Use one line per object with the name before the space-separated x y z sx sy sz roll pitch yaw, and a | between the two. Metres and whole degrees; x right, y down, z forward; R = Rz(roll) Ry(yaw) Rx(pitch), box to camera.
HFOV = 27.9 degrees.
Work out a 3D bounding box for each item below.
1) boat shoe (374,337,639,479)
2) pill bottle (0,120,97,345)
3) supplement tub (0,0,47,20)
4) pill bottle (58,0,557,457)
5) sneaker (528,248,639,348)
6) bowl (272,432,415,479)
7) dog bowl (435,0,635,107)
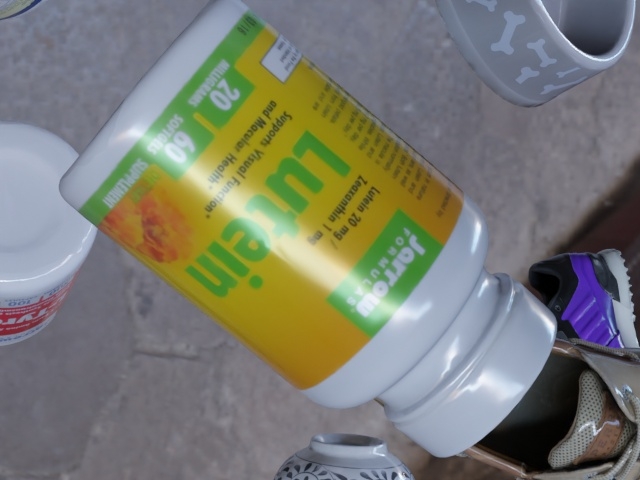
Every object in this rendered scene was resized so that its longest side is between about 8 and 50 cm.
boat shoe | 0.177 0.123 0.851 0.116 0.324 0.123 -63 167 -84
pill bottle | -0.439 0.014 1.745 0.229 0.408 0.229 6 71 -17
supplement tub | -0.437 -0.361 1.410 0.325 0.235 0.235 -20 112 -68
pill bottle | 0.000 0.000 0.673 0.245 0.136 0.136 40 57 -9
sneaker | 0.318 0.144 1.589 0.102 0.146 0.293 109 -21 -54
bowl | 0.024 0.233 1.255 0.170 0.170 0.080 2 91 -55
dog bowl | 0.248 -0.333 1.473 0.349 0.102 0.349 18 67 -49
